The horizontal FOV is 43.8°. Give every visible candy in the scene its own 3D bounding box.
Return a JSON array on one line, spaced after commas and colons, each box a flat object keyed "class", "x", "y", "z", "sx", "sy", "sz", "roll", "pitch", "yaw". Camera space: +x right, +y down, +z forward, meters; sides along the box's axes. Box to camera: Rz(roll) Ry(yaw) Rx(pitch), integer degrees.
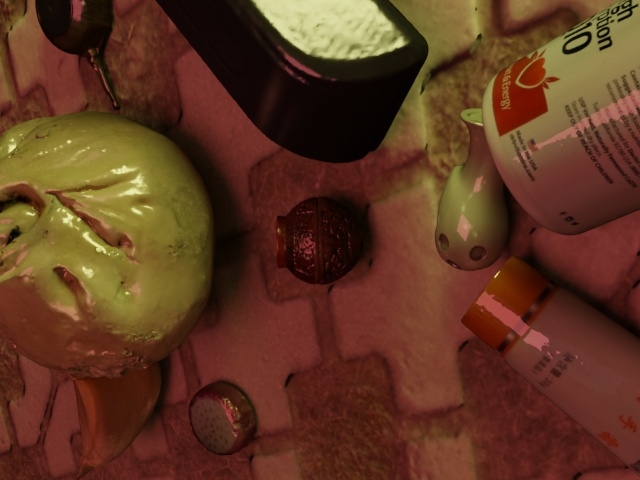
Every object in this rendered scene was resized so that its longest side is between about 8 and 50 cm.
[{"class": "candy", "x": -0.138, "y": 0.249, "z": 1.108, "sx": 0.103, "sy": 0.043, "sz": 0.103, "roll": 13, "pitch": 112, "yaw": 34}]

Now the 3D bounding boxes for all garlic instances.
[{"class": "garlic", "x": -0.317, "y": 0.222, "z": 1.160, "sx": 0.145, "sy": 0.164, "sz": 0.245, "roll": 15, "pitch": 120, "yaw": 14}]

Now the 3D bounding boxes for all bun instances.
[{"class": "bun", "x": -0.296, "y": -0.006, "z": 0.987, "sx": 0.326, "sy": 0.234, "sz": 0.362, "roll": -48, "pitch": 65, "yaw": 1}]

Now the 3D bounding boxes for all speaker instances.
[{"class": "speaker", "x": -0.096, "y": -0.239, "z": 0.803, "sx": 0.388, "sy": 0.184, "sz": 0.180, "roll": 50, "pitch": 151, "yaw": 13}]

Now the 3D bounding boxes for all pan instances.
[{"class": "pan", "x": -0.320, "y": -0.288, "z": 1.070, "sx": 0.202, "sy": 0.048, "sz": 0.128, "roll": 52, "pitch": 127, "yaw": 11}]

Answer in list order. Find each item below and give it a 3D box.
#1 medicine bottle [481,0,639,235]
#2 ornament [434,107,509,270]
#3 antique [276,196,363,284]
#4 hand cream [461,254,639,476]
[{"class": "medicine bottle", "x": 0.279, "y": -0.123, "z": 0.600, "sx": 0.289, "sy": 0.157, "sz": 0.157, "roll": -28, "pitch": 87, "yaw": 39}, {"class": "ornament", "x": 0.153, "y": -0.047, "z": 0.777, "sx": 0.081, "sy": 0.075, "sz": 0.156, "roll": 33, "pitch": 125, "yaw": 45}, {"class": "antique", "x": 0.000, "y": 0.000, "z": 0.891, "sx": 0.104, "sy": 0.104, "sz": 0.104, "roll": 12, "pitch": 112, "yaw": 34}, {"class": "hand cream", "x": 0.278, "y": 0.143, "z": 0.742, "sx": 0.314, "sy": 0.089, "sz": 0.139, "roll": 35, "pitch": 125, "yaw": 14}]
